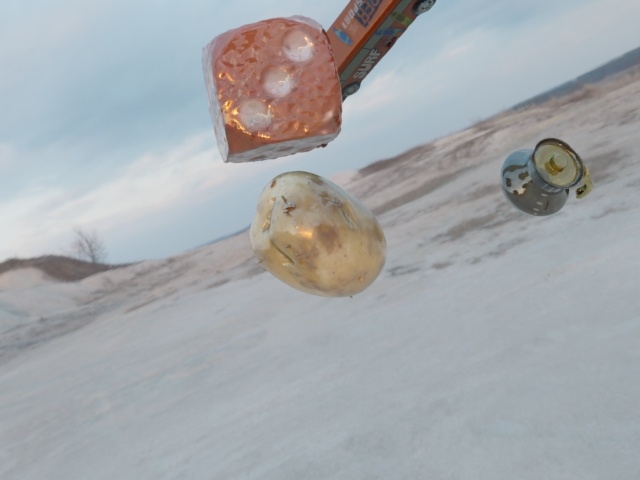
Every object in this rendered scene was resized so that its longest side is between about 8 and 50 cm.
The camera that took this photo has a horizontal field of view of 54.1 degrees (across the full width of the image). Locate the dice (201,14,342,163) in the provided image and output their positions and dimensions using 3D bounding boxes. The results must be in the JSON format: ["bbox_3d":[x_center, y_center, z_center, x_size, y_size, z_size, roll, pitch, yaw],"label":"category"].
[{"bbox_3d":[-0.075,-0.213,0.911,0.179,0.174,0.175,-11,2,-8],"label":"dice"}]

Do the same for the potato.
[{"bbox_3d":[-0.004,-0.003,0.717,0.128,0.161,0.235,-49,4,8],"label":"potato"}]

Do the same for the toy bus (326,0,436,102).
[{"bbox_3d":[0.089,-0.374,1.083,0.092,0.093,0.409,-8,-27,-44],"label":"toy bus"}]

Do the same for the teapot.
[{"bbox_3d":[0.398,-0.107,1.086,0.166,0.130,0.119,9,-24,-12],"label":"teapot"}]
